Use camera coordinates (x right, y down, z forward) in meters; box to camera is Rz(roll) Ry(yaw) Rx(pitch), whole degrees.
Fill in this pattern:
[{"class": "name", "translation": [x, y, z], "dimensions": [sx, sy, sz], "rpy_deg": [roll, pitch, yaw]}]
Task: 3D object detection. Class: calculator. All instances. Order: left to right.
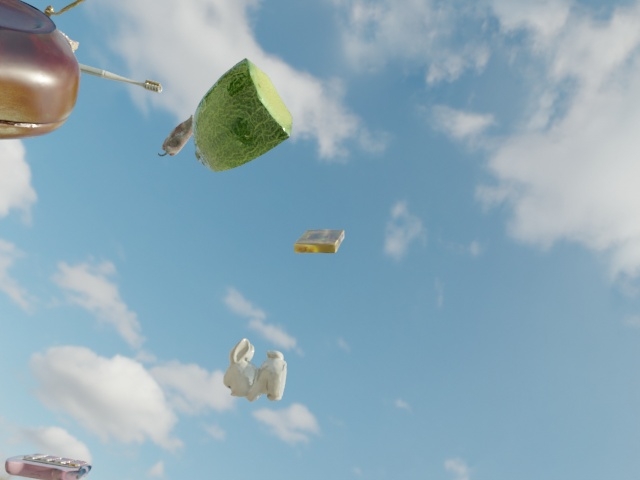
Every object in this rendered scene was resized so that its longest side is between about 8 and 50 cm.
[{"class": "calculator", "translation": [-0.726, 0.611, 1.519], "dimensions": [0.194, 0.043, 0.294], "rpy_deg": [11, -18, -6]}]

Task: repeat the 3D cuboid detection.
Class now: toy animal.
[{"class": "toy animal", "translation": [-0.198, 0.411, 1.756], "dimensions": [0.193, 0.179, 0.127], "rpy_deg": [15, -12, 7]}]

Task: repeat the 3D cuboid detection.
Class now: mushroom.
[{"class": "mushroom", "translation": [-0.475, -0.532, 1.188], "dimensions": [0.286, 0.026, 0.028], "rpy_deg": [-17, -68, 19]}]

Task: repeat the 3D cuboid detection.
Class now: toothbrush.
[{"class": "toothbrush", "translation": [-0.577, -0.431, 1.433], "dimensions": [0.342, 0.025, 0.030], "rpy_deg": [12, -16, -11]}]

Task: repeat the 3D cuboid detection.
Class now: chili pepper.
[{"class": "chili pepper", "translation": [-0.393, -0.285, 1.560], "dimensions": [0.050, 0.041, 0.153], "rpy_deg": [37, -78, -23]}]

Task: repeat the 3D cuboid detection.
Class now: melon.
[{"class": "melon", "translation": [-0.209, -0.251, 1.293], "dimensions": [0.323, 0.124, 0.196], "rpy_deg": [-27, -91, 40]}]

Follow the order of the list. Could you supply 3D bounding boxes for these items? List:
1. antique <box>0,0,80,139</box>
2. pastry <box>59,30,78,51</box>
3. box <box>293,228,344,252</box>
[{"class": "antique", "translation": [-0.386, -0.204, 0.640], "dimensions": [0.223, 0.278, 0.129], "rpy_deg": [25, -67, -3]}, {"class": "pastry", "translation": [-0.750, -0.536, 1.447], "dimensions": [0.102, 0.112, 0.265], "rpy_deg": [20, -9, 32]}, {"class": "box", "translation": [0.000, 0.000, 1.200], "dimensions": [0.089, 0.156, 0.022], "rpy_deg": [0, -78, 11]}]
